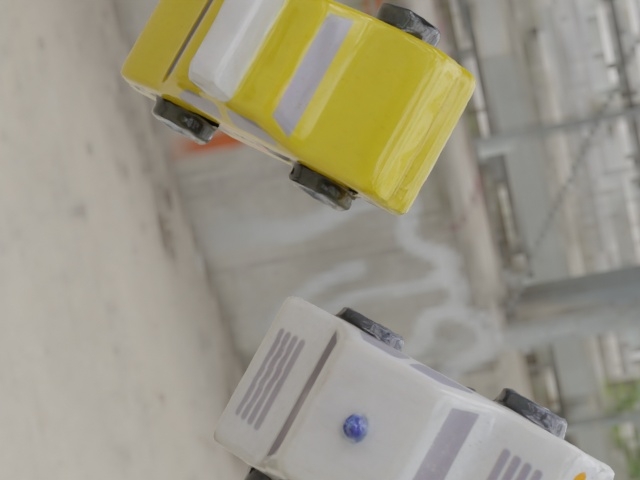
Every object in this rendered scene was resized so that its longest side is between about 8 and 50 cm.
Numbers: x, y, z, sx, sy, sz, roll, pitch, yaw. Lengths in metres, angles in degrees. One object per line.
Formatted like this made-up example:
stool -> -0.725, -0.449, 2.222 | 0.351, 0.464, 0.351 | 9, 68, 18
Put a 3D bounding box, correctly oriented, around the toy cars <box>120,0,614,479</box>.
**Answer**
toy cars -> 0.000, 0.000, 0.928 | 0.087, 0.176, 0.393 | 34, 35, -57
